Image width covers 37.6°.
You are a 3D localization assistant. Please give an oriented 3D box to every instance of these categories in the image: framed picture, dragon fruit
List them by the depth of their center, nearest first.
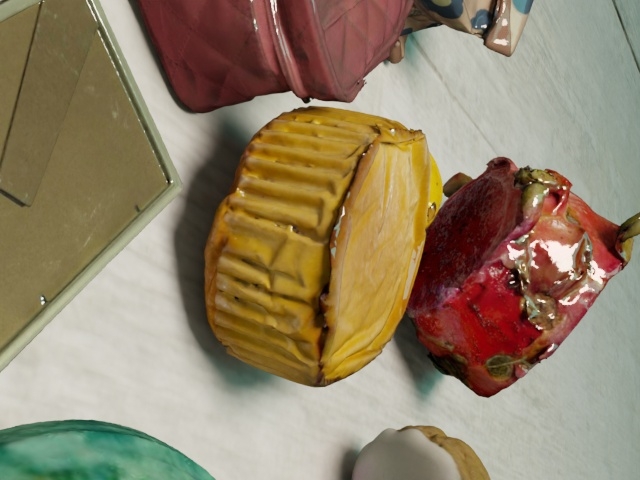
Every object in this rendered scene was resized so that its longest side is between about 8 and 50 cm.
[{"bbox_3d":[-0.152,-0.042,0.487,0.203,0.015,0.150,-56,132,-50],"label":"framed picture"},{"bbox_3d":[0.169,0.016,0.873,0.147,0.282,0.211,39,38,-4],"label":"dragon fruit"}]

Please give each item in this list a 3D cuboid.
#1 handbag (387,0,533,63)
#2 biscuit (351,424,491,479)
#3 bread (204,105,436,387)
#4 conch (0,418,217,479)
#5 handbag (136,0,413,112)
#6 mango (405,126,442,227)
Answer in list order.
[{"bbox_3d":[0.105,-0.289,0.853,0.251,0.190,0.193,43,58,-56],"label":"handbag"},{"bbox_3d":[0.065,0.240,0.693,0.049,0.181,0.208,13,75,-23],"label":"biscuit"},{"bbox_3d":[0.000,0.001,0.641,0.199,0.104,0.199,-48,145,-49],"label":"bread"},{"bbox_3d":[-0.109,0.166,0.361,0.202,0.196,0.134,50,-17,36],"label":"conch"},{"bbox_3d":[-0.017,-0.183,0.644,0.225,0.135,0.146,-58,138,-51],"label":"handbag"},{"bbox_3d":[0.047,-0.050,0.807,0.187,0.066,0.101,12,82,-55],"label":"mango"}]
